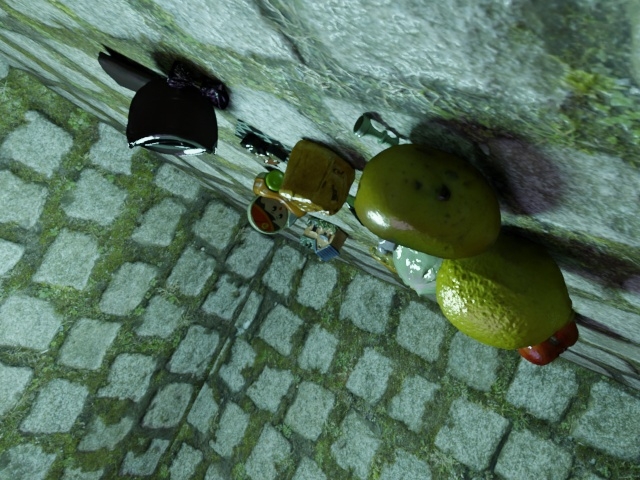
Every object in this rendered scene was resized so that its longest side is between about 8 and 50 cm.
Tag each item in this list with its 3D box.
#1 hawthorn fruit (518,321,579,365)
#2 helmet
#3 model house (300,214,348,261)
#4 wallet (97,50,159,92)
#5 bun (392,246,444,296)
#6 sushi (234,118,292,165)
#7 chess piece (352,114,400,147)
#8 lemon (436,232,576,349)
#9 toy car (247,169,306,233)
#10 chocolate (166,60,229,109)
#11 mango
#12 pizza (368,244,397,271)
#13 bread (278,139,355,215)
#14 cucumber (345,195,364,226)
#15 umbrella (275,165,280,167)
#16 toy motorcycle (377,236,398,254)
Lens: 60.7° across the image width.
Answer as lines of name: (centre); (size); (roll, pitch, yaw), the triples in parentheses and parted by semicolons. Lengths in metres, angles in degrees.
hawthorn fruit: (0.720, 0.281, 1.822); (0.243, 0.207, 0.207); (55, -173, 25)
helmet: (-0.375, -0.312, 1.388); (0.224, 0.177, 0.305); (0, -175, -16)
model house: (0.000, 0.000, 2.561); (0.182, 0.172, 0.166); (25, 175, 29)
wallet: (-0.488, -0.436, 1.525); (0.229, 0.049, 0.182); (25, 174, 1)
bun: (0.331, 0.078, 1.685); (0.293, 0.187, 0.293); (28, 172, 4)
sushi: (-0.162, -0.258, 1.608); (0.219, 0.047, 0.231); (28, 174, -9)
chess piece: (0.108, -0.194, 1.011); (0.093, 0.042, 0.042); (23, 176, -23)
lemon: (0.420, 0.118, 1.264); (0.321, 0.268, 0.268); (19, 171, 33)
toy car: (-0.159, -0.122, 1.964); (0.235, 0.235, 0.145); (29, 174, -17)
chocolate: (-0.277, -0.358, 1.260); (0.147, 0.070, 0.072); (18, 168, -22)
mango: (0.209, -0.052, 1.034); (0.252, 0.182, 0.365); (17, 171, 33)
pizza: (0.332, 0.098, 2.341); (0.223, 0.089, 0.323); (31, 179, 32)
bread: (-0.012, -0.151, 1.367); (0.143, 0.158, 0.149); (18, 169, 30)
cucumber: (0.139, -0.089, 1.790); (0.070, 0.046, 0.220); (15, 169, 26)
umbrella: (-0.177, -0.266, 1.790); (0.022, 0.013, 0.122); (-9, 149, 42)
toy motorcycle: (0.198, -0.033, 1.443); (0.073, 0.152, 0.225); (28, 175, -3)
